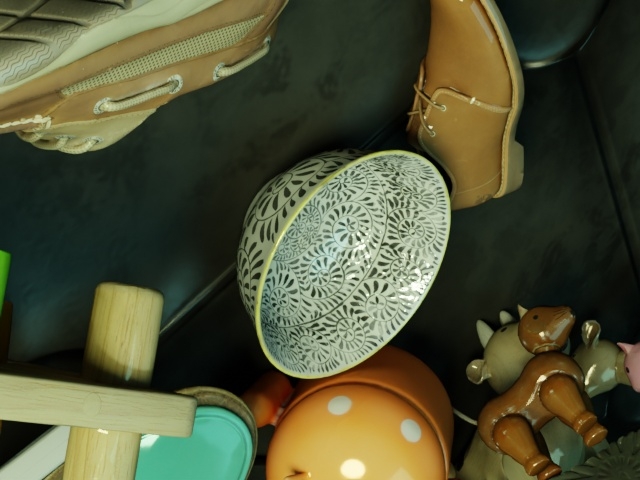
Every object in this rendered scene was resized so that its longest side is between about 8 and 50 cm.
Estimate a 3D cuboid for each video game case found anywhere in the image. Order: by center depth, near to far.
[{"bbox_3d":[-0.233,0.182,1.069,0.190,0.022,0.173,-37,179,-44],"label":"video game case"}]

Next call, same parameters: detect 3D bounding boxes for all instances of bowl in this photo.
[{"bbox_3d":[0.000,0.000,1.247,0.170,0.080,0.170,-26,134,-31],"label":"bowl"}]

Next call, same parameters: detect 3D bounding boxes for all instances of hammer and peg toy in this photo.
[{"bbox_3d":[-0.270,0.050,0.887,0.361,0.266,0.127,13,85,-49],"label":"hammer and peg toy"}]

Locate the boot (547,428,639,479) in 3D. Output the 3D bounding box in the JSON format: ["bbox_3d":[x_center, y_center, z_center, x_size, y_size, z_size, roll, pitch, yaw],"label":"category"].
[{"bbox_3d":[0.222,0.238,1.405,0.189,0.076,0.208,-16,137,-7],"label":"boot"}]

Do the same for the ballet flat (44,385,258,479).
[{"bbox_3d":[-0.170,0.217,1.199,0.116,0.124,0.342,32,96,-20],"label":"ballet flat"}]

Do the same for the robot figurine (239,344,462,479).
[{"bbox_3d":[0.032,0.147,1.303,0.128,0.219,0.158,-26,98,12],"label":"robot figurine"}]

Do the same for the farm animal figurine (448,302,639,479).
[{"bbox_3d":[0.196,0.142,1.493,0.330,0.172,0.327,-1,132,-44],"label":"farm animal figurine"}]

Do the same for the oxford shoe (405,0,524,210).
[{"bbox_3d":[0.093,-0.100,1.280,0.076,0.076,0.212,-25,133,-17],"label":"oxford shoe"}]

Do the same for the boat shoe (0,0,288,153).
[{"bbox_3d":[-0.136,-0.099,1.007,0.324,0.123,0.116,-25,135,-29],"label":"boat shoe"}]

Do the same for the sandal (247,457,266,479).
[{"bbox_3d":[-0.011,0.192,1.406,0.179,0.040,0.067,-1,118,-45],"label":"sandal"}]
